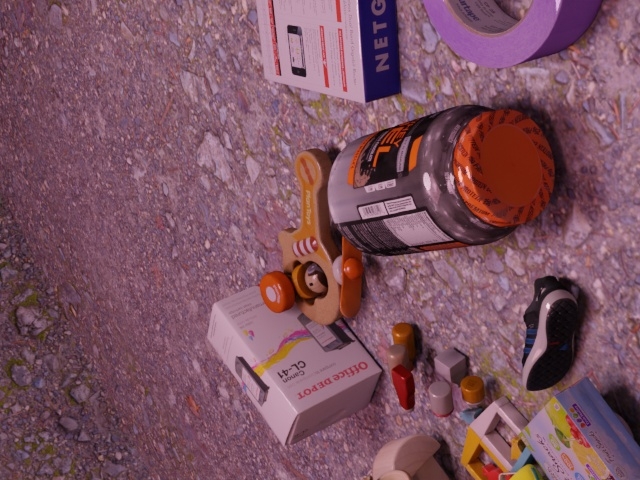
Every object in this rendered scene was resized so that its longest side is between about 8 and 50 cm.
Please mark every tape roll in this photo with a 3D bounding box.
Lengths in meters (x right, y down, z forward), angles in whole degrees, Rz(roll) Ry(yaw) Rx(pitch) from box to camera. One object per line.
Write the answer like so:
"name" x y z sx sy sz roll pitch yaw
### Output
"tape roll" 0.252 -0.377 1.330 0.275 0.090 0.275 34 134 43

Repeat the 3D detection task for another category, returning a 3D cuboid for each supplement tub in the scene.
"supplement tub" 0.177 -0.087 1.492 0.338 0.207 0.207 -10 99 57

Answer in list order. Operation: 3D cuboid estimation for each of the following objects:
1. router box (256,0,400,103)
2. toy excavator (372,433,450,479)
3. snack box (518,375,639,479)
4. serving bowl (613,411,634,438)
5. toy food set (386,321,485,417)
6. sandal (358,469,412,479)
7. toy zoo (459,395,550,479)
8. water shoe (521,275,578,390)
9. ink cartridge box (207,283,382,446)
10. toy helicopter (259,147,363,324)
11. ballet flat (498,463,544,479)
"router box" 0.001 -0.424 1.685 0.301 0.082 0.335 24 127 48
"toy excavator" 0.242 0.637 1.815 0.433 0.445 0.222 30 150 -16
"snack box" 0.397 0.322 1.475 0.174 0.070 0.207 56 163 21
"serving bowl" 0.440 0.285 1.465 0.083 0.027 0.083 53 160 29
"toy food set" 0.193 0.254 1.756 0.232 0.111 0.104 32 144 43
"sandal" 0.076 0.476 1.786 0.240 0.079 0.088 -40 52 54
"toy zoo" 0.342 0.399 1.681 0.293 0.030 0.192 48 142 30
"water shoe" 0.349 0.144 1.513 0.080 0.073 0.203 -106 19 -51
"ink cartridge box" -0.057 0.230 2.003 0.306 0.226 0.131 48 144 28
"toy helicopter" 0.000 0.000 1.879 0.235 0.140 0.355 24 124 46
"ballet flat" 0.309 0.441 1.670 0.231 0.077 0.077 127 138 -51
